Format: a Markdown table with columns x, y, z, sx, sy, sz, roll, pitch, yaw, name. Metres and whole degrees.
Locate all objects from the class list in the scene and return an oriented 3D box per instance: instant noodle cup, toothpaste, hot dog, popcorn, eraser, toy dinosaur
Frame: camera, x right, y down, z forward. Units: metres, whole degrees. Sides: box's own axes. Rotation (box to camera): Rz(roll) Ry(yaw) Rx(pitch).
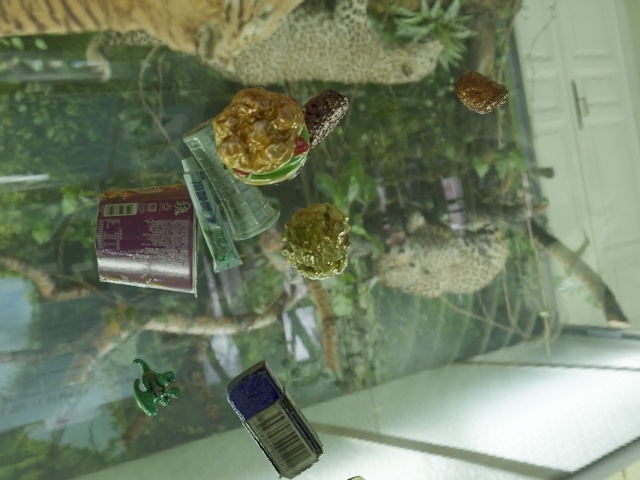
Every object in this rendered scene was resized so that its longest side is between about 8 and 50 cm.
| x | y | z | sx | sy | sz | roll | pitch | yaw | name |
| --- | --- | --- | --- | --- | --- | --- | --- | --- | --- |
| -0.467 | -0.004 | 2.069 | 0.266 | 0.339 | 0.340 | 0 | 179 | -8 | instant noodle cup |
| -0.278 | -0.065 | 1.875 | 0.075 | 0.296 | 0.048 | -19 | -168 | -1 | toothpaste |
| 0.422 | -0.384 | 1.957 | 0.099 | 0.065 | 0.147 | -42 | -128 | -12 | hot dog |
| -0.001 | 0.002 | 2.411 | 0.249 | 0.249 | 0.225 | -10 | 172 | 23 | popcorn |
| -0.135 | 0.524 | 2.185 | 0.155 | 0.332 | 0.101 | -33 | -171 | 1 | eraser |
| -0.339 | 0.292 | 1.508 | 0.059 | 0.132 | 0.096 | -43 | 151 | 19 | toy dinosaur |

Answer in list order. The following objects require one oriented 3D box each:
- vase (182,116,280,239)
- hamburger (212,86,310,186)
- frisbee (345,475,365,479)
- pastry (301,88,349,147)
| x | y | z | sx | sy | sz | roll | pitch | yaw | name |
| --- | --- | --- | --- | --- | --- | --- | --- | --- | --- |
| -0.232 | -0.163 | 1.932 | 0.143 | 0.298 | 0.143 | -24 | -159 | 9 | vase |
| -0.135 | -0.245 | 1.719 | 0.237 | 0.237 | 0.149 | -10 | 162 | 5 | hamburger |
| 0.029 | 0.641 | 1.728 | 0.017 | 0.236 | 0.236 | 28 | -158 | 31 | frisbee |
| -0.006 | -0.356 | 2.171 | 0.208 | 0.097 | 0.115 | -49 | 166 | -25 | pastry |
